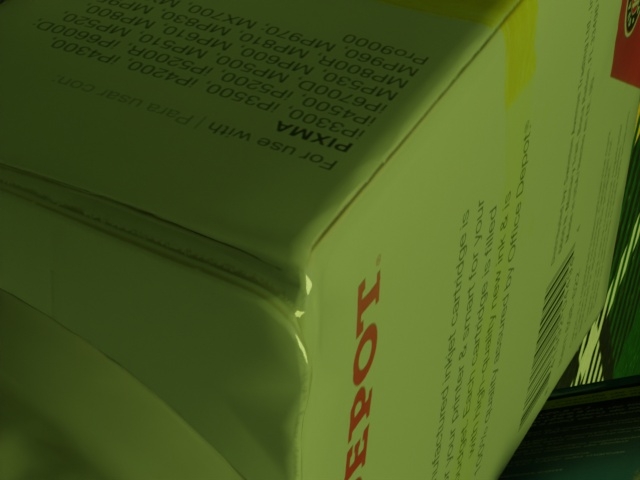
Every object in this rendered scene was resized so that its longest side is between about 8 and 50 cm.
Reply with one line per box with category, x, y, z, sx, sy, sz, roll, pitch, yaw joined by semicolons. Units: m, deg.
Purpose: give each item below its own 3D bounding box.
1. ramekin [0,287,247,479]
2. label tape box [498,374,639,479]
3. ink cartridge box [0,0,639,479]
ramekin;-0.099;0.145;0.407;0.127;0.273;0.273;-38;144;-37
label tape box;0.091;0.163;0.934;0.348;0.249;0.115;-14;92;-67
ink cartridge box;0.000;0.000;0.682;0.384;0.160;0.279;-50;152;-49
